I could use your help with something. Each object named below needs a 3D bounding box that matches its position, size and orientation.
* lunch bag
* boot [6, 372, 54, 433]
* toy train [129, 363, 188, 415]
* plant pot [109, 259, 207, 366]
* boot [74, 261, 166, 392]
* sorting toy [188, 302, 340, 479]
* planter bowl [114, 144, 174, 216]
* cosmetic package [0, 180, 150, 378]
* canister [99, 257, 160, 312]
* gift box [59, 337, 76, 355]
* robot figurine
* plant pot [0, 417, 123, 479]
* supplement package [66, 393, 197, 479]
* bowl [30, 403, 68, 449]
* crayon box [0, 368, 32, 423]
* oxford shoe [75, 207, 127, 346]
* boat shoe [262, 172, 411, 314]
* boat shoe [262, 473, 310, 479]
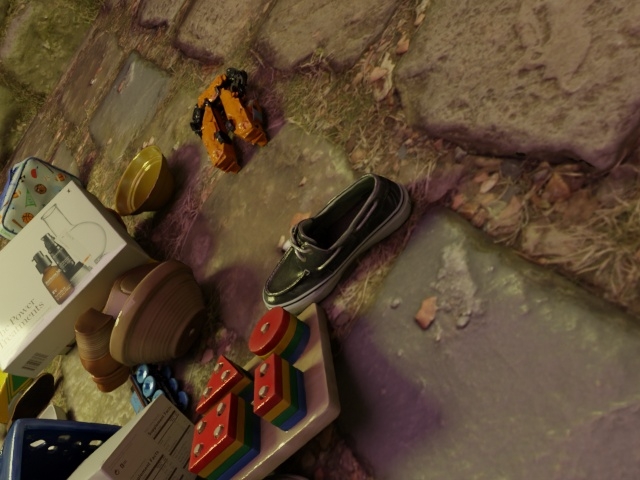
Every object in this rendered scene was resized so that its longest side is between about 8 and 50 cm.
[{"bbox_3d":[-0.982,-0.132,1.787,0.115,0.243,0.303,-9,64,39],"label":"lunch bag"},{"bbox_3d":[-0.835,0.444,1.464,0.106,0.082,0.219,38,97,44],"label":"boot"},{"bbox_3d":[-0.346,0.334,1.076,0.184,0.080,0.105,33,98,47],"label":"toy train"},{"bbox_3d":[-0.314,0.168,1.071,0.110,0.237,0.237,28,88,9],"label":"plant pot"},{"bbox_3d":[-0.416,0.196,1.168,0.109,0.220,0.283,20,42,17],"label":"boot"},{"bbox_3d":[-0.102,0.237,0.825,0.257,0.089,0.255,-45,22,16],"label":"sorting toy"},{"bbox_3d":[-0.473,-0.150,1.438,0.217,0.090,0.217,-21,56,35],"label":"planter bowl"},{"bbox_3d":[-0.626,0.082,1.207,0.377,0.097,0.284,-48,59,-6],"label":"cosmetic package"},{"bbox_3d":[-0.455,0.121,1.254,0.073,0.126,0.169,5,70,44],"label":"canister"},{"bbox_3d":[-0.788,0.158,1.455,0.258,0.255,0.276,-43,52,15],"label":"gift box"},{"bbox_3d":[-0.236,-0.310,1.309,0.211,0.085,0.291,-40,47,20],"label":"robot figurine"},{"bbox_3d":[-0.551,0.527,1.056,0.212,0.236,0.235,-44,46,25],"label":"plant pot"},{"bbox_3d":[-0.355,0.441,0.910,0.262,0.145,0.204,-41,6,19],"label":"supplement package"},{"bbox_3d":[-0.689,0.510,1.315,0.142,0.053,0.142,-54,44,8],"label":"bowl"},{"bbox_3d":[-0.980,0.437,1.602,0.202,0.081,0.318,1,69,43],"label":"crayon box"},{"bbox_3d":[-0.560,0.120,1.375,0.141,0.146,0.396,2,77,-3],"label":"oxford shoe"},{"bbox_3d":[0.000,0.000,0.901,0.335,0.119,0.121,-44,46,16],"label":"boat shoe"},{"bbox_3d":[-0.114,0.449,0.782,0.340,0.127,0.113,-26,92,28],"label":"boat shoe"}]
